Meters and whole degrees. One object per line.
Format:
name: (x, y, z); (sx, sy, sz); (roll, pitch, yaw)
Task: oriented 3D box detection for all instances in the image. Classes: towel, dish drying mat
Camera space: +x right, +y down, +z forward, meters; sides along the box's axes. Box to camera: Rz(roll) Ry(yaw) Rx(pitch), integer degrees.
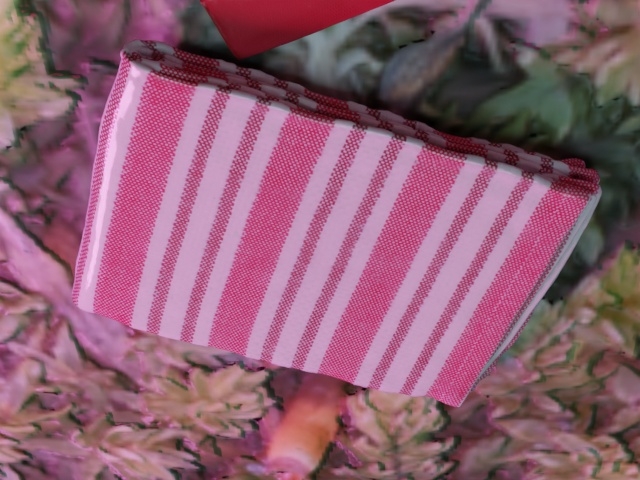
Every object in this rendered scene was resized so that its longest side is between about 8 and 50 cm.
towel: (0.000, 0.000, 0.450); (0.197, 0.029, 0.144); (15, 131, -9)
dish drying mat: (0.000, -0.091, 0.382); (0.083, 0.008, 0.032); (-19, 128, 16)
